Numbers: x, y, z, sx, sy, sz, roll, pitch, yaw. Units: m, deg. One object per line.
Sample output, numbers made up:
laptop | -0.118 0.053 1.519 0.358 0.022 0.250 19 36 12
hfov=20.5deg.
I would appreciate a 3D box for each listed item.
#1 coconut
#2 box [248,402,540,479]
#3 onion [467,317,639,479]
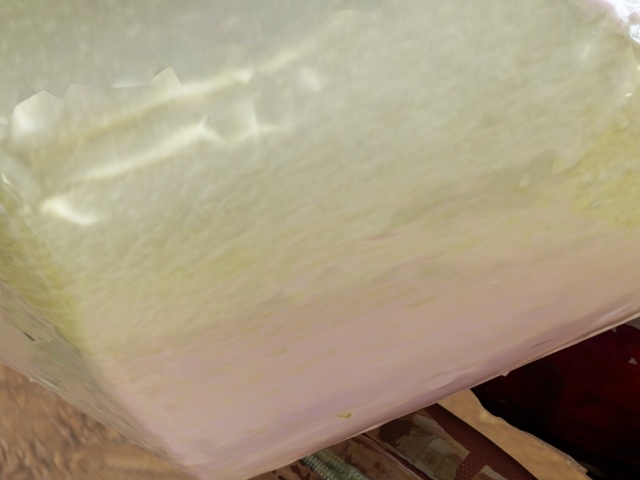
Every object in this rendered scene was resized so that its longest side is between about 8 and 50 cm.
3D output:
coconut | -0.019 -0.055 0.479 0.245 0.233 0.233 -19 100 3
box | 0.122 0.223 0.851 0.108 0.263 0.404 -47 108 -10
onion | 0.205 -0.057 0.836 0.348 0.347 0.385 3 53 -14
